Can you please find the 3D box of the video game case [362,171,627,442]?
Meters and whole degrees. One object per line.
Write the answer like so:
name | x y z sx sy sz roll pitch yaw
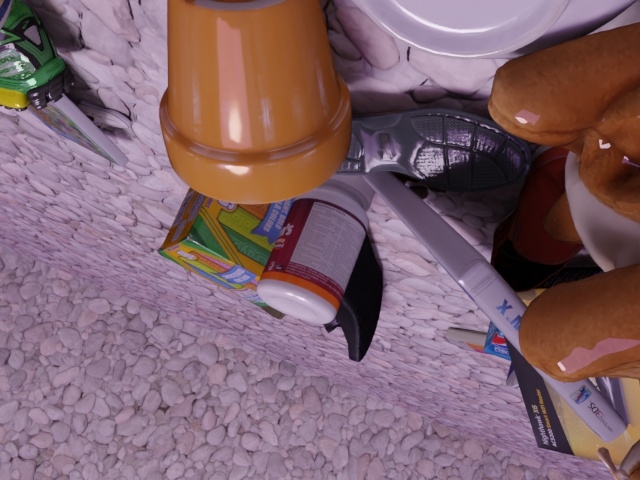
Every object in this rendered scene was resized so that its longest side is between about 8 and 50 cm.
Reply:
video game case | 0.194 0.056 0.707 0.300 0.036 0.329 44 -172 -25

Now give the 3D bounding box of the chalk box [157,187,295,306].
chalk box | -0.100 0.002 1.014 0.289 0.180 0.179 30 157 -23

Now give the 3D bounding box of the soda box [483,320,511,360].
soda box | 0.371 0.167 1.093 0.067 0.071 0.210 18 158 10

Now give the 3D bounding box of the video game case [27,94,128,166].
video game case | -0.446 -0.215 0.966 0.193 0.023 0.212 27 167 20

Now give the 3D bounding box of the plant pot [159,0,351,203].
plant pot | -0.069 -0.173 0.573 0.205 0.205 0.188 16 143 14

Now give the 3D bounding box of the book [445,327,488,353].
book | 0.373 0.240 1.322 0.144 0.035 0.096 4 155 39

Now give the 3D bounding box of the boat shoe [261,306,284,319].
boat shoe | -0.072 0.097 1.310 0.113 0.103 0.302 38 157 -6

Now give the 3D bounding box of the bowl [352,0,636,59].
bowl | 0.100 -0.215 0.369 0.297 0.134 0.298 19 159 8

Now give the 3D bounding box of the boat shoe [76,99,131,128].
boat shoe | -0.371 -0.205 0.974 0.100 0.035 0.035 21 159 4

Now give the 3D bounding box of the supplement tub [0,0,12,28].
supplement tub | -0.409 -0.316 0.486 0.228 0.228 0.316 26 158 -9

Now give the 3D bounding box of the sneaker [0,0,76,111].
sneaker | -0.498 -0.295 0.801 0.343 0.134 0.146 15 138 19

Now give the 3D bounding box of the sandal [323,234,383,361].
sandal | 0.048 0.100 1.137 0.107 0.168 0.446 16 152 21

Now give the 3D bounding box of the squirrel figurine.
squirrel figurine | 0.340 0.055 0.379 0.396 0.371 0.281 -13 152 18

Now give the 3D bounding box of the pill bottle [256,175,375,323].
pill bottle | 0.000 0.000 0.849 0.121 0.221 0.121 19 159 8

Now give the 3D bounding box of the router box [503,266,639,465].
router box | 0.420 0.192 0.878 0.243 0.081 0.309 -6 109 50

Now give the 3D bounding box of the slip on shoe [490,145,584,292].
slip on shoe | 0.283 -0.022 0.695 0.123 0.101 0.331 21 157 7

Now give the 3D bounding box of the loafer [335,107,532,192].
loafer | 0.114 -0.121 0.682 0.267 0.084 0.096 9 123 22

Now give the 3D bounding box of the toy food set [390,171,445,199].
toy food set | 0.132 -0.087 0.799 0.078 0.019 0.122 31 165 -20

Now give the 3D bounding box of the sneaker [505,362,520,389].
sneaker | 0.489 0.242 1.085 0.182 0.127 0.315 23 157 2
